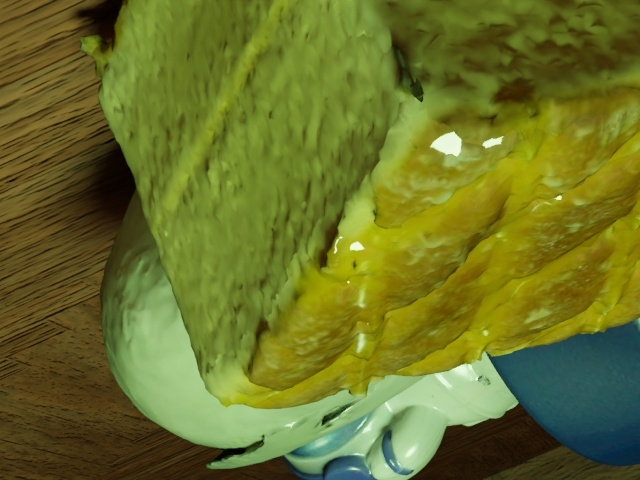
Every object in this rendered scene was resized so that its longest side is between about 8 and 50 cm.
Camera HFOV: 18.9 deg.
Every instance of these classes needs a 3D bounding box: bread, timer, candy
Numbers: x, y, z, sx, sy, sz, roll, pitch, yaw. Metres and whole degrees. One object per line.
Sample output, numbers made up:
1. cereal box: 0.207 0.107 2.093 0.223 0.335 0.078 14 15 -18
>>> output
1. bread: 0.078 -0.078 0.838 0.279 0.207 0.279 -11 155 -29
2. timer: 0.115 0.065 1.317 0.383 0.270 0.270 -30 163 33
3. candy: 0.000 0.000 1.080 0.295 0.185 0.295 -35 -179 1
